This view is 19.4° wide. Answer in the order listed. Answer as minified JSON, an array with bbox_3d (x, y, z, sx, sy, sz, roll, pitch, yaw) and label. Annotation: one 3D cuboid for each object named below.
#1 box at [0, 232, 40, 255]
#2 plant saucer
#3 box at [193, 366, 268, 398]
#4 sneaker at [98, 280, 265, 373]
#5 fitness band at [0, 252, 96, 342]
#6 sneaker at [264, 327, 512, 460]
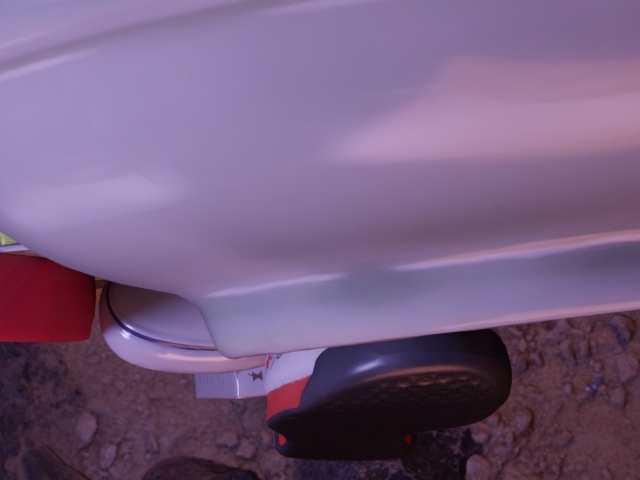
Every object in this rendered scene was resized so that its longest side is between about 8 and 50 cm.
[{"bbox_3d":[-0.085,-0.017,0.884,0.109,0.042,0.178,-7,178,4],"label":"box"},{"bbox_3d":[0.068,-0.026,0.559,0.400,0.101,0.400,-8,177,0],"label":"plant saucer"},{"bbox_3d":[-0.037,0.043,1.310,0.091,0.130,0.170,-5,177,-14],"label":"box"},{"bbox_3d":[0.000,0.000,1.046,0.258,0.094,0.091,-15,145,-15],"label":"sneaker"},{"bbox_3d":[-0.231,0.026,0.990,0.209,0.054,0.291,1,178,5],"label":"fitness band"},{"bbox_3d":[0.019,0.012,0.800,0.090,0.145,0.270,0,168,-5],"label":"sneaker"}]
